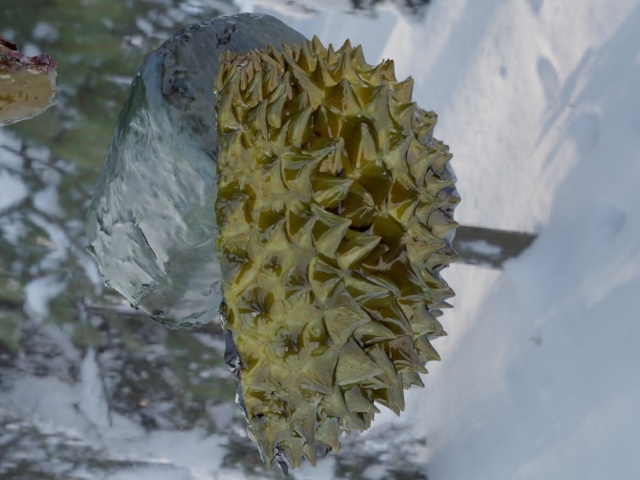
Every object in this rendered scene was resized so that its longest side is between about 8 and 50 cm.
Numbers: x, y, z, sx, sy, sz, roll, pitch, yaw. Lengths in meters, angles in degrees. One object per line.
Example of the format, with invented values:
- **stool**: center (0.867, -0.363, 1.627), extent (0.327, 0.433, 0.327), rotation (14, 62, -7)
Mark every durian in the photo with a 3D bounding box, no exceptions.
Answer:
- **durian**: center (0.011, 0.001, 0.520), extent (0.183, 0.138, 0.249), rotation (117, 152, -78)

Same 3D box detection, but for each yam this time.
- **yam**: center (-0.105, -0.060, 0.886), extent (0.300, 0.195, 0.195), rotation (126, 150, -49)

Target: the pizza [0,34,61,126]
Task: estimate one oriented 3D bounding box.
- **pizza**: center (-0.546, -0.238, 1.072), extent (0.406, 0.440, 0.130), rotation (56, 145, 40)
